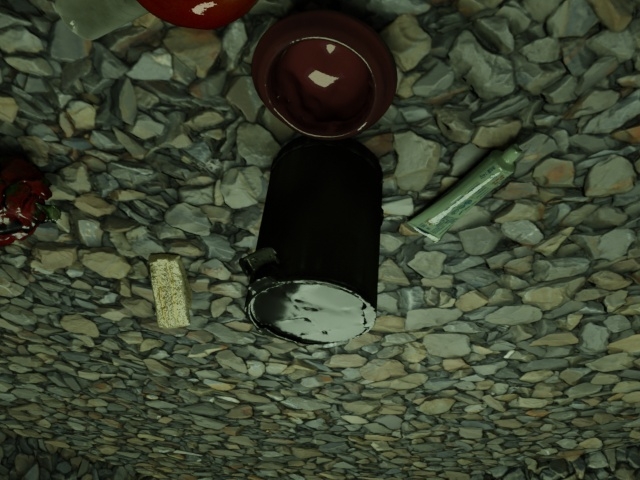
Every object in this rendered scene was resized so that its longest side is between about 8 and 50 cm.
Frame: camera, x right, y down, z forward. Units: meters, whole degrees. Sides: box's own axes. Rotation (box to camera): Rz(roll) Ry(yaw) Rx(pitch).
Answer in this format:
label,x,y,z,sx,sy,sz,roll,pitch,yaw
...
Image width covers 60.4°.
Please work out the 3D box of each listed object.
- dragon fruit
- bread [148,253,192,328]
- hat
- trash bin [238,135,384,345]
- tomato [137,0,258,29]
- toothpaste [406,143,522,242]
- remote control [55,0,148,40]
label,x,y,z,sx,sy,sz,roll,pitch,yaw
dragon fruit,-0.590,-0.072,1.000,0.189,0.182,0.182,-20,134,27
bread,-0.342,0.114,1.240,0.077,0.105,0.152,-4,141,2
hat,0.007,-0.235,0.780,0.206,0.089,0.205,6,136,5
trash bin,0.000,0.000,0.898,0.203,0.301,0.252,-30,128,36
tomato,-0.143,-0.336,0.617,0.195,0.136,0.195,-9,124,-13
toothpaste,0.254,-0.079,0.968,0.069,0.047,0.268,5,147,-28
remote control,-0.258,-0.329,0.736,0.229,0.044,0.073,-14,139,23
